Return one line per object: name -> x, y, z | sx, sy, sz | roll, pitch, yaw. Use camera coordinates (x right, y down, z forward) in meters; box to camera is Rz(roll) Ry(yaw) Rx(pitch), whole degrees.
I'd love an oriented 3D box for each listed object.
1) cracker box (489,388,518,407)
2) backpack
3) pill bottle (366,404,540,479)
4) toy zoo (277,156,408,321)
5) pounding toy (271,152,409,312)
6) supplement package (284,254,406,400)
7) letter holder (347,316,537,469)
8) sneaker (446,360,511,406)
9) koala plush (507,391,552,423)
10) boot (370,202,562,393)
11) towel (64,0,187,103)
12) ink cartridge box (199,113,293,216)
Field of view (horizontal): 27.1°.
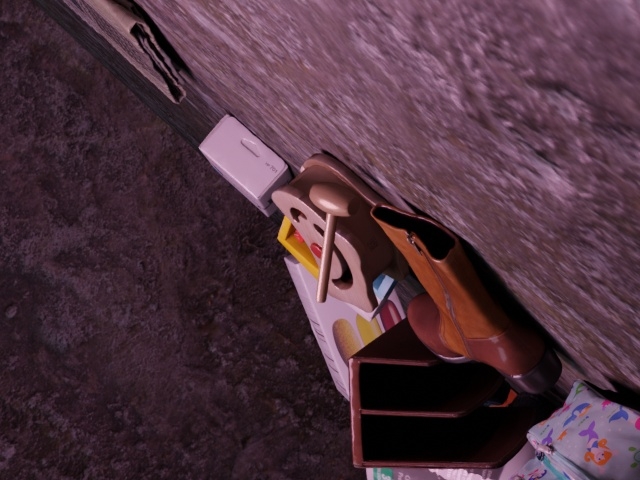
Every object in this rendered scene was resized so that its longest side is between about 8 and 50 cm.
cracker box -> 0.323, 0.297, 2.608 | 0.156, 0.067, 0.232 | 41, 177, 9
backpack -> 0.331, 0.270, 1.397 | 0.225, 0.191, 0.253 | 43, 171, -7
pill bottle -> 0.265, 0.362, 2.027 | 0.361, 0.204, 0.204 | 13, 158, 40
toy zoo -> 0.029, 0.011, 1.902 | 0.192, 0.030, 0.293 | 42, 156, 8
pounding toy -> 0.000, 0.000, 1.689 | 0.154, 0.155, 0.269 | 33, 157, 30
supplement package -> 0.056, 0.118, 2.121 | 0.134, 0.139, 0.244 | -156, 44, -79
letter holder -> 0.185, 0.208, 1.858 | 0.214, 0.152, 0.302 | 0, -173, 19
sneaker -> 0.244, 0.192, 2.226 | 0.125, 0.104, 0.262 | 5, 148, 37
koala plush -> 0.382, 0.382, 2.219 | 0.221, 0.203, 0.196 | 31, -153, 8
boot -> 0.136, 0.059, 1.604 | 0.280, 0.096, 0.264 | 46, 175, -35
towel -> -0.342, -0.373, 2.075 | 0.324, 0.056, 0.312 | 43, 174, 16
ink cartridge box -> -0.122, -0.126, 2.273 | 0.139, 0.082, 0.190 | 42, 178, 8
